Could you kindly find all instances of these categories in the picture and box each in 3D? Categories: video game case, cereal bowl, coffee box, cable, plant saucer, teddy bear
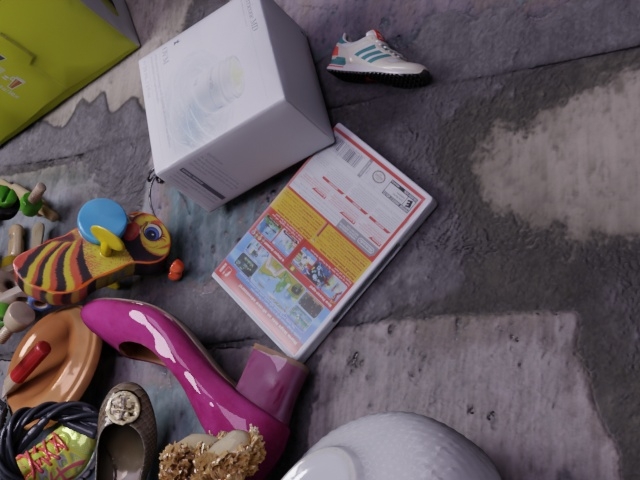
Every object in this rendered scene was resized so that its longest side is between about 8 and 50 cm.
[{"bbox_3d":[0.000,0.000,1.453,0.285,0.025,0.204,-50,56,4],"label":"video game case"},{"bbox_3d":[0.032,0.325,1.148,0.339,0.141,0.339,-39,27,25],"label":"cereal bowl"},{"bbox_3d":[-0.561,-0.420,1.752,0.338,0.337,0.334,-31,59,16],"label":"coffee box"},{"bbox_3d":[-0.356,0.297,1.474,0.184,0.047,0.151,-8,84,-16],"label":"cable"},{"bbox_3d":[-0.403,0.183,1.574,0.200,0.037,0.200,-26,47,31],"label":"plant saucer"},{"bbox_3d":[-0.157,0.363,1.216,0.245,0.113,0.338,-27,35,36],"label":"teddy bear"}]

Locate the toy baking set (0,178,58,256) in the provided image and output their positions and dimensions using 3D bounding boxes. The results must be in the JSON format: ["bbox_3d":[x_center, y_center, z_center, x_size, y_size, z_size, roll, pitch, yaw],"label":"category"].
[{"bbox_3d":[-0.509,0.010,1.743,0.256,0.030,0.197,23,86,34],"label":"toy baking set"}]

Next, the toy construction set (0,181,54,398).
[{"bbox_3d":[-0.527,0.097,1.601,0.237,0.257,0.309,-44,61,36],"label":"toy construction set"}]

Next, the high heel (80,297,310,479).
[{"bbox_3d":[-0.205,0.196,1.427,0.377,0.127,0.181,14,71,31],"label":"high heel"}]

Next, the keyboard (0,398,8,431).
[{"bbox_3d":[-0.501,0.328,1.591,0.108,0.023,0.180,5,82,58],"label":"keyboard"}]

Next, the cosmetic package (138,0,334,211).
[{"bbox_3d":[-0.125,-0.202,1.522,0.224,0.138,0.224,-28,54,19],"label":"cosmetic package"}]

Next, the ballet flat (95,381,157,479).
[{"bbox_3d":[-0.274,0.317,1.431,0.084,0.058,0.250,7,87,8],"label":"ballet flat"}]

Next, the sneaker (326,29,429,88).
[{"bbox_3d":[0.084,-0.260,1.487,0.161,0.057,0.075,11,82,36],"label":"sneaker"}]

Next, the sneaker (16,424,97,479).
[{"bbox_3d":[-0.393,0.323,1.511,0.081,0.094,0.208,35,89,37],"label":"sneaker"}]

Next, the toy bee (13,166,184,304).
[{"bbox_3d":[-0.283,0.009,1.533,0.298,0.195,0.162,-42,80,-4],"label":"toy bee"}]
